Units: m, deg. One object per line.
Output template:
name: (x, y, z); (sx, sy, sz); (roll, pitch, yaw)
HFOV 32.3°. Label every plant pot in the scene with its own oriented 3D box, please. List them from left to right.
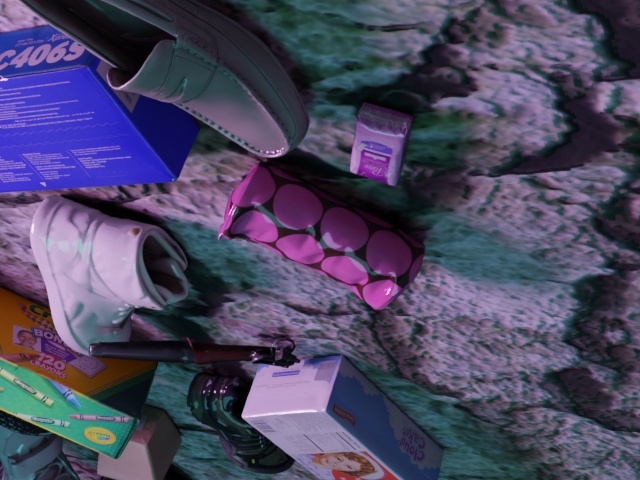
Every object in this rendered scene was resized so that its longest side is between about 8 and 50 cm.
plant pot: (-0.298, 0.323, 1.798); (0.109, 0.109, 0.096); (12, 135, 12)

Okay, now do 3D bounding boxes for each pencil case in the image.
pencil case: (0.000, 0.000, 1.154); (0.209, 0.095, 0.098); (27, 112, -7)

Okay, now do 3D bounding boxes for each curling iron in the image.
curling iron: (-0.158, 0.139, 1.422); (0.274, 0.035, 0.068); (4, 160, -12)

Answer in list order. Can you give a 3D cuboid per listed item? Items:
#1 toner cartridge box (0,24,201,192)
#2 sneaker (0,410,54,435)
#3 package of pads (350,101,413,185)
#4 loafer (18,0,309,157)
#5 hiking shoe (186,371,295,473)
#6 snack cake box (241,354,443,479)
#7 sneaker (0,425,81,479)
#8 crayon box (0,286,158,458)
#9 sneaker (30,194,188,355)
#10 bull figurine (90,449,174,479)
toner cartridge box: (-0.313, -0.130, 1.144); (0.348, 0.075, 0.165); (-1, 141, 30)
sneaker: (-0.394, 0.238, 1.702); (0.235, 0.097, 0.084); (-1, 138, 5)
package of pads: (0.056, -0.091, 1.040); (0.050, 0.032, 0.083); (19, 148, 8)
loafer: (-0.143, -0.165, 0.962); (0.319, 0.111, 0.112); (37, 145, -24)
hiking shoe: (-0.094, 0.276, 1.622); (0.114, 0.086, 0.227); (-7, 138, 41)
snack cake box: (0.036, 0.268, 1.537); (0.152, 0.089, 0.264); (-12, 136, 38)
sneaker: (-0.457, 0.384, 1.857); (0.210, 0.137, 0.365); (40, 142, 15)
crayon box: (-0.379, 0.179, 1.549); (0.279, 0.165, 0.081); (26, 112, -9)
sneaker: (-0.243, 0.072, 1.379); (0.169, 0.108, 0.292); (14, 146, 16)
bull figurine: (-0.324, 0.468, 2.029); (0.310, 0.101, 0.188); (40, 147, -24)
